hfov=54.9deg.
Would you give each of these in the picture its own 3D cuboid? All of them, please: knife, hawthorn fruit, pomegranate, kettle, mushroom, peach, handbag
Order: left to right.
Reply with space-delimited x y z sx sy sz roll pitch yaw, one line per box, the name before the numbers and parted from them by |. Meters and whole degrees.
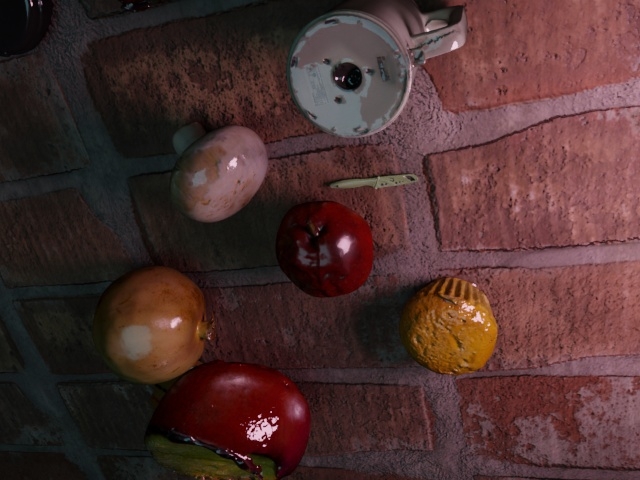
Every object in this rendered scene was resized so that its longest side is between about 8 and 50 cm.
handbag | -0.747 -0.547 1.382 0.307 0.093 0.254 14 123 9
pomegranate | -0.424 0.219 1.601 0.318 0.319 0.320 8 120 13
mushroom | -0.248 -0.170 1.377 0.243 0.244 0.244 8 120 13
peach | -0.248 0.496 1.630 0.353 0.416 0.339 62 141 23
hawthorn fruit | 0.000 0.000 1.371 0.230 0.210 0.266 20 160 22
knife | 0.118 -0.130 1.389 0.207 0.014 0.030 -4 115 19
kettle | 0.101 -0.347 1.091 0.205 0.318 0.265 43 121 -9

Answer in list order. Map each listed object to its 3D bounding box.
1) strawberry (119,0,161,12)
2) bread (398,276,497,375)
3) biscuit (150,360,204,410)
strawberry | -0.349 -0.584 1.173 0.273 0.274 0.221 -7 79 21
bread | 0.298 0.204 1.446 0.239 0.139 0.240 8 120 14
biscuit | -0.383 0.479 1.869 0.262 0.052 0.277 28 123 1
